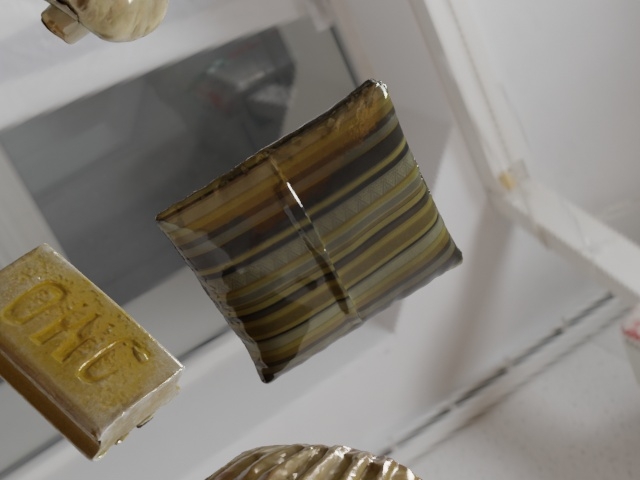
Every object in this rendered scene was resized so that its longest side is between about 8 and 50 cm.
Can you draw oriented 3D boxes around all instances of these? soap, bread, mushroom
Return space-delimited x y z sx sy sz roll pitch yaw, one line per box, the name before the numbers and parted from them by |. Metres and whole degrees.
soap | -0.281 0.121 1.493 0.232 0.073 0.140 39 -130 17
bread | 0.009 0.264 1.089 0.274 0.274 0.149 2 -132 42
mushroom | -0.227 -0.254 1.328 0.122 0.154 0.154 -52 -160 20

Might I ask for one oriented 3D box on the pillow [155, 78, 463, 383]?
pillow | 0.000 0.000 1.091 0.208 0.212 0.052 -33 -141 -6
